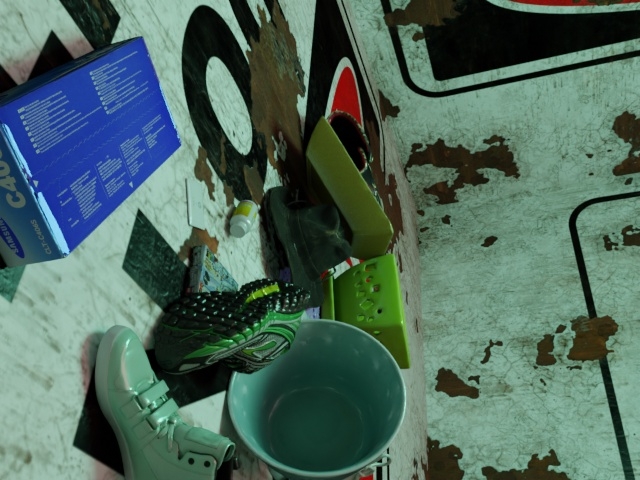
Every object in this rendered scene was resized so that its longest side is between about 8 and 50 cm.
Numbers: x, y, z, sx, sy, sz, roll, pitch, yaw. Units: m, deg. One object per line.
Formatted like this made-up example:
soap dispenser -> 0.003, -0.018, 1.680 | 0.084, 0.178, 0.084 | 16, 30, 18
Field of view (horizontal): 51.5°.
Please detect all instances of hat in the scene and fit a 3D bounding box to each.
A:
hat -> 0.000, 0.000, 1.551 | 0.331, 0.134, 0.331 | -16, 90, -79

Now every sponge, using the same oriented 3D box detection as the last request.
sponge -> -0.046, 0.156, 1.555 | 0.210, 0.031, 0.117 | 54, 31, -58

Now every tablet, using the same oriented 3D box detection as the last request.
tablet -> -0.214, -0.062, 1.141 | 0.054, 0.006, 0.083 | 29, 55, -70

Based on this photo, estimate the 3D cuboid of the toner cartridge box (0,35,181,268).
toner cartridge box -> -0.286, -0.125, 0.803 | 0.348, 0.075, 0.165 | -69, 146, -61

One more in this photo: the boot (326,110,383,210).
boot -> 0.095, -0.185, 1.909 | 0.284, 0.138, 0.377 | 58, 18, -86

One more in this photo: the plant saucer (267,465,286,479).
plant saucer -> -0.067, 0.388, 1.351 | 0.195, 0.037, 0.195 | -10, 90, -74

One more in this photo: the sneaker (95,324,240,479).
sneaker -> -0.183, 0.221, 0.835 | 0.094, 0.151, 0.256 | -38, 117, -70

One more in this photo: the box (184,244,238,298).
box -> -0.183, 0.083, 1.131 | 0.137, 0.027, 0.094 | 61, 25, -50

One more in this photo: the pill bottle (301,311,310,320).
pill bottle -> -0.076, 0.155, 1.355 | 0.160, 0.087, 0.087 | 61, 25, -49

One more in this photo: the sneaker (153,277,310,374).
sneaker -> -0.127, 0.160, 1.061 | 0.343, 0.134, 0.146 | -8, 110, -59

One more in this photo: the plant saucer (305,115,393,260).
plant saucer -> 0.053, -0.101, 1.683 | 0.333, 0.081, 0.333 | 60, -7, 13

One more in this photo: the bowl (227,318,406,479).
bowl -> -0.008, 0.313, 1.210 | 0.163, 0.311, 0.311 | 92, 3, -48

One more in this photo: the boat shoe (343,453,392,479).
boat shoe -> 0.066, 0.421, 1.332 | 0.136, 0.156, 0.367 | 40, 67, -42

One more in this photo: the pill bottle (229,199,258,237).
pill bottle -> -0.150, -0.040, 1.282 | 0.083, 0.043, 0.043 | -75, 152, -54

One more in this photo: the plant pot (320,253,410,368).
plant pot -> 0.114, 0.197, 1.720 | 0.228, 0.207, 0.227 | 72, 11, -48
